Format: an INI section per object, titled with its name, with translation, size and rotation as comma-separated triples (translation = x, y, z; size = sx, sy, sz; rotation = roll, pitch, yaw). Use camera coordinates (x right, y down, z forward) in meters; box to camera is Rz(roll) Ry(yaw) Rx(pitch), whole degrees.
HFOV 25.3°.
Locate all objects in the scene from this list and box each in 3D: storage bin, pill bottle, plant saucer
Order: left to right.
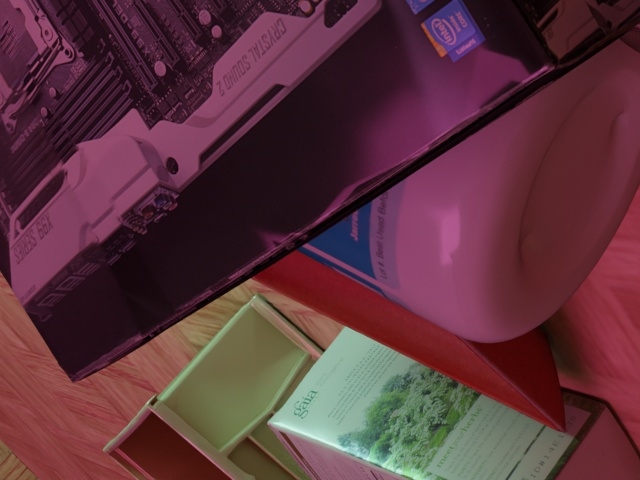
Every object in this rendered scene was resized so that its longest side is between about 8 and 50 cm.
[storage bin]
translation = -0.026, 0.196, 1.168
size = 0.260, 0.123, 0.262
rotation = 42, 158, -1
[pill bottle]
translation = -0.004, -0.075, 0.590
size = 0.264, 0.146, 0.146
rotation = 28, 155, 29
[plant saucer]
translation = 0.000, 0.000, 0.783
size = 0.258, 0.048, 0.259
rotation = 25, 170, 35

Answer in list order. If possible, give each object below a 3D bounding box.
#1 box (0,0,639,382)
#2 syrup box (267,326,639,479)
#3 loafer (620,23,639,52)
[box]
translation = -0.076, -0.135, 0.463
size = 0.242, 0.076, 0.307
rotation = -32, 90, 42
[syrup box]
translation = 0.085, 0.139, 0.919
size = 0.237, 0.093, 0.096
rotation = 13, 146, 49
[loafer]
translation = 0.110, -0.124, 0.379
size = 0.087, 0.094, 0.251
rotation = 32, 157, 9
